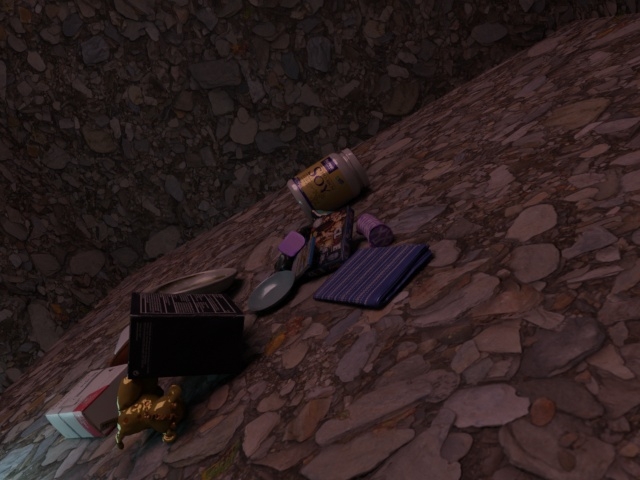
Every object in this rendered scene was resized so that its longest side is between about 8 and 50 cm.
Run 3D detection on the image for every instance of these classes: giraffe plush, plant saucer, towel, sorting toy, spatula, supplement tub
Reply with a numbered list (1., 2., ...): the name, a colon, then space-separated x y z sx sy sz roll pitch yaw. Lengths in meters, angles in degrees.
1. giraffe plush: -0.428 0.437 1.192 0.171 0.181 0.210 -5 13 14
2. plant saucer: -0.162 0.182 1.587 0.195 0.037 0.195 -27 26 14
3. towel: 0.140 0.100 1.318 0.243 0.040 0.336 -42 17 -25
4. sorting toy: -0.380 0.207 1.980 0.083 0.012 0.062 -36 12 1
5. spatula: -0.157 0.100 1.686 0.084 0.030 0.296 30 87 29
6. supplement tub: 0.037 -0.259 2.156 0.331 0.241 0.241 -33 16 0
7. plant saucer: -0.541 0.218 1.964 0.401 0.100 0.400 -13 8 2

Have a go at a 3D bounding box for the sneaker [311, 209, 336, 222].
1. sneaker: 0.038 -0.082 1.953 0.110 0.106 0.275 -18 16 -21

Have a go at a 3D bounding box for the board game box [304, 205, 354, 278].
1. board game box: 0.033 0.004 1.600 0.165 0.042 0.243 -22 42 32

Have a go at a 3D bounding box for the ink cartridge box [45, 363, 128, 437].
1. ink cartridge box: -0.738 0.531 1.516 0.283 0.117 0.207 -20 21 37

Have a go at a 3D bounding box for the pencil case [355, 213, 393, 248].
1. pencil case: 0.177 -0.032 1.540 0.088 0.086 0.206 -55 13 8

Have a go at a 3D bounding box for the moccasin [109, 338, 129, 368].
1. moccasin: -0.595 0.376 1.703 0.380 0.139 0.147 -29 5 -21

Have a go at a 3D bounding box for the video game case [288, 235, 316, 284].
1. video game case: -0.064 0.073 1.600 0.166 0.015 0.119 -49 24 49

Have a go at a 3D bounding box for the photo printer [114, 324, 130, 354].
1. photo printer: -0.720 0.382 1.931 0.256 0.107 0.307 -35 17 -8

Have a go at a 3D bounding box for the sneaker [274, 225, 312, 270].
1. sneaker: -0.098 0.032 1.820 0.106 0.101 0.267 -23 18 35

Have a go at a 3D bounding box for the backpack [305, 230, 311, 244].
1. backpack: 0.000 0.000 1.755 0.105 0.084 0.114 -28 20 11

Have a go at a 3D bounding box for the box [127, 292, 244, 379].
1. box: -0.397 0.264 1.332 0.294 0.182 0.296 2 5 -21
